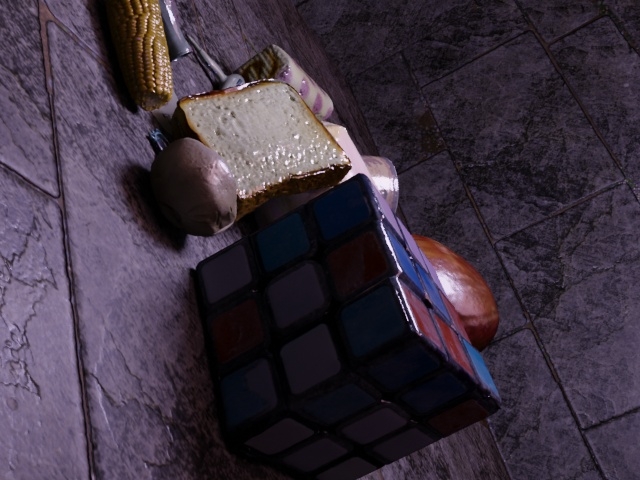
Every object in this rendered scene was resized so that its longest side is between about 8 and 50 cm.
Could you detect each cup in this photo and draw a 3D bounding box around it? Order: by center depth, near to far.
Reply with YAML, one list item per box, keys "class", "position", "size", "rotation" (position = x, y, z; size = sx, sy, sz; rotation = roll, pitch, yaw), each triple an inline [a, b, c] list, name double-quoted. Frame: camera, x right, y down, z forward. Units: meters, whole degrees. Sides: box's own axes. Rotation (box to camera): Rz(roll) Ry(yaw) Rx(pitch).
- class: "cup"
  position: [0.025, -0.118, 2.122]
  size: [0.257, 0.301, 0.227]
  rotation: [9, 70, -23]

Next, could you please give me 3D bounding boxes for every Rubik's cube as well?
- class: "Rubik's cube"
  position: [0.040, 0.160, 1.342]
  size: [0.362, 0.363, 0.358]
  rotation: [43, 20, -45]

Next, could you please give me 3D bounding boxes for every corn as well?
- class: "corn"
  position: [-0.341, -0.374, 1.499]
  size: [0.106, 0.106, 0.305]
  rotation: [40, 31, -58]

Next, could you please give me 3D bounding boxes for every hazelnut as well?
- class: "hazelnut"
  position: [0.264, 0.175, 2.089]
  size: [0.421, 0.421, 0.352]
  rotation: [-30, 137, -76]

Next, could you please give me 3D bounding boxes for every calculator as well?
- class: "calculator"
  position: [-0.273, -0.144, 1.478]
  size: [0.141, 0.019, 0.094]
  rotation: [58, 14, -12]

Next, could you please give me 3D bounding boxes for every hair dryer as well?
- class: "hair dryer"
  position: [-0.266, -0.405, 1.954]
  size: [0.199, 0.067, 0.167]
  rotation: [42, 28, -29]

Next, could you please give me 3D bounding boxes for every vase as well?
- class: "vase"
  position: [-0.350, -0.502, 1.751]
  size: [0.214, 0.086, 0.086]
  rotation: [65, 13, -8]

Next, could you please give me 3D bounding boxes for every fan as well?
- class: "fan"
  position: [-0.349, -0.347, 1.596]
  size: [0.310, 0.010, 0.182]
  rotation: [63, 14, -3]

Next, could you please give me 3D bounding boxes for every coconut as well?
- class: "coconut"
  position: [-0.013, -0.086, 1.808]
  size: [0.309, 0.298, 0.297]
  rotation: [66, 14, 19]

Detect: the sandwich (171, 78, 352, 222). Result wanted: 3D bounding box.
- class: "sandwich"
  position: [-0.128, -0.190, 1.583]
  size: [0.301, 0.099, 0.271]
  rotation: [-22, 65, -36]

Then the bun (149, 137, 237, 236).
- class: "bun"
  position: [-0.219, -0.078, 1.341]
  size: [0.113, 0.167, 0.173]
  rotation: [-44, 103, -31]

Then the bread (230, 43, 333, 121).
- class: "bread"
  position: [-0.101, -0.403, 2.242]
  size: [0.155, 0.187, 0.338]
  rotation: [60, 11, 22]
